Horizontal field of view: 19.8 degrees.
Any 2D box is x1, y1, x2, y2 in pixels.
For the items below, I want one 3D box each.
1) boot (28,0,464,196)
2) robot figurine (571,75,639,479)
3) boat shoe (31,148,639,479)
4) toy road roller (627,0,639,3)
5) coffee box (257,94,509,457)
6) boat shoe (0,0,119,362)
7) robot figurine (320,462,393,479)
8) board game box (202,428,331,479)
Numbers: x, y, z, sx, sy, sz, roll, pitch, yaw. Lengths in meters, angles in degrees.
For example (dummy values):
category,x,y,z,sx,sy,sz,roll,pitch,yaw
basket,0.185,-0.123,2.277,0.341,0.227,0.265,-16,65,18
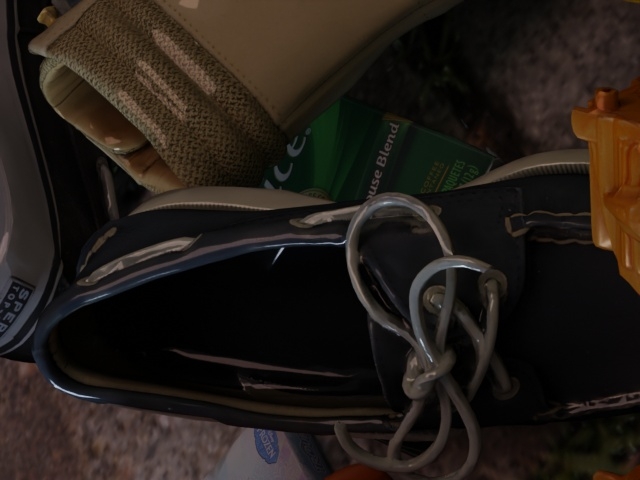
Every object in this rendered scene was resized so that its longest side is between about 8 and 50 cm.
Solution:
category,x,y,z,sx,sy,sz,roll,pitch,yaw
boot,-0.039,-0.129,0.739,0.203,0.095,0.262,-42,45,-5
robot figurine,0.185,0.054,0.372,0.291,0.085,0.211,17,120,39
boat shoe,0.027,0.023,0.571,0.254,0.079,0.095,4,116,24
toy road roller,0.100,-0.198,0.474,0.202,0.329,0.241,52,133,49
coffee box,0.000,0.000,0.712,0.184,0.040,0.113,29,94,52
boat shoe,-0.153,-0.073,0.879,0.113,0.105,0.306,-41,51,23
robot figurine,-0.042,0.170,0.602,0.219,0.158,0.128,-50,26,18
board game box,-0.025,0.124,0.694,0.090,0.020,0.090,-51,40,20
